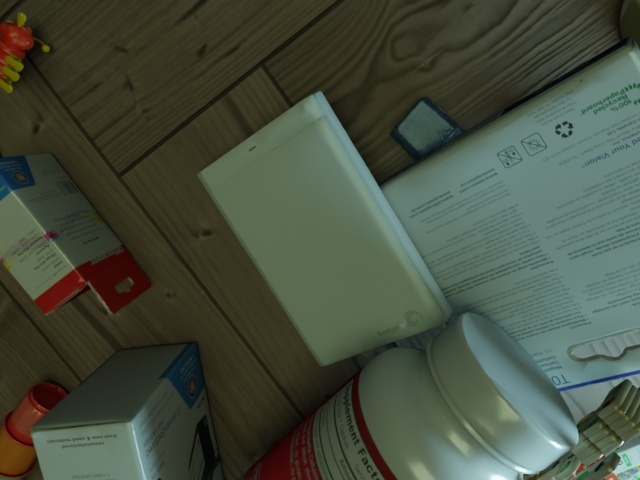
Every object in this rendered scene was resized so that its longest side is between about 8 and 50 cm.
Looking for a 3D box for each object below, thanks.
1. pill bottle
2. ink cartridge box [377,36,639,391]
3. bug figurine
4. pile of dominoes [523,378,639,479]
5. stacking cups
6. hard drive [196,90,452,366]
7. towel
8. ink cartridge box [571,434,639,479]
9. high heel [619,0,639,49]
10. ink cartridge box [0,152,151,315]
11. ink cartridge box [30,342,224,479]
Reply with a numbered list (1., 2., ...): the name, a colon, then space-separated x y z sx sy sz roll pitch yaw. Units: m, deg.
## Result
1. pill bottle: 0.082 0.278 0.677 0.229 0.229 0.407 42 112 -4
2. ink cartridge box: 0.267 0.007 0.640 0.324 0.071 0.330 -28 101 38
3. bug figurine: -0.501 -0.259 0.725 0.279 0.072 0.216 39 106 -5
4. pile of dominoes: 0.285 0.250 0.675 0.040 0.196 0.251 47 131 18
5. stacking cups: -0.482 0.351 0.861 0.096 0.096 0.316 40 100 -3
6. hard drive: 0.000 0.000 0.714 0.203 0.040 0.307 -27 98 33
7. towel: 0.149 -0.117 0.706 0.119 0.029 0.067 42 105 -5
8. ink cartridge box: 0.403 0.312 0.775 0.115 0.029 0.062 -29 99 11
9. high heel: 0.418 -0.289 0.607 0.186 0.093 0.261 -22 97 8
10. ink cartridge box: -0.338 0.004 0.735 0.078 0.134 0.231 -35 96 12
11. ink cartridge box: -0.226 0.323 0.749 0.129 0.223 0.307 -7 102 7
